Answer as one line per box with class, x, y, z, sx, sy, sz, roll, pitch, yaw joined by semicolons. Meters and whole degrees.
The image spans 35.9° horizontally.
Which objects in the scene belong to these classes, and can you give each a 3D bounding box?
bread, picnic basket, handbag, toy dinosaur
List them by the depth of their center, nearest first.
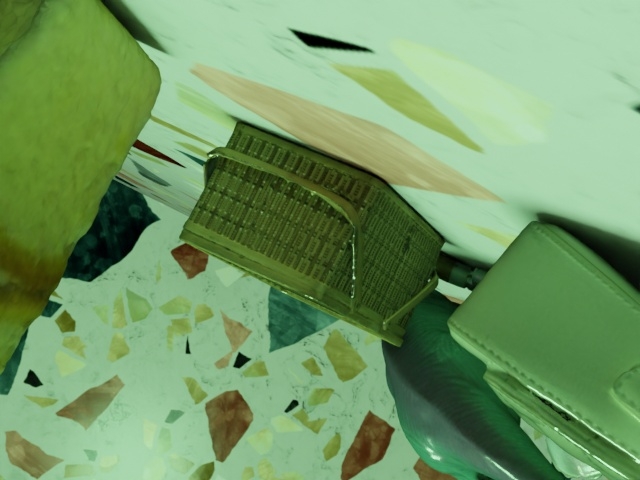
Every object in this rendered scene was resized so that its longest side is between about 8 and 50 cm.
bread;-0.182;-0.003;0.438;0.142;0.266;0.178;33;173;-26
handbag;0.183;0.103;0.481;0.219;0.079;0.256;44;-174;32
picnic basket;0.000;0.000;0.631;0.115;0.079;0.164;24;175;29
toy dinosaur;0.049;0.079;0.709;0.331;0.129;0.383;28;-164;-2

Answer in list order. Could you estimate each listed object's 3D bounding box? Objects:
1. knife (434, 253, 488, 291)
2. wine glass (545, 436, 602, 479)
knife;0.123;0.038;0.725;0.343;0.027;0.061;25;173;13
wine glass;0.206;0.141;0.940;0.183;0.122;0.122;33;173;-27
